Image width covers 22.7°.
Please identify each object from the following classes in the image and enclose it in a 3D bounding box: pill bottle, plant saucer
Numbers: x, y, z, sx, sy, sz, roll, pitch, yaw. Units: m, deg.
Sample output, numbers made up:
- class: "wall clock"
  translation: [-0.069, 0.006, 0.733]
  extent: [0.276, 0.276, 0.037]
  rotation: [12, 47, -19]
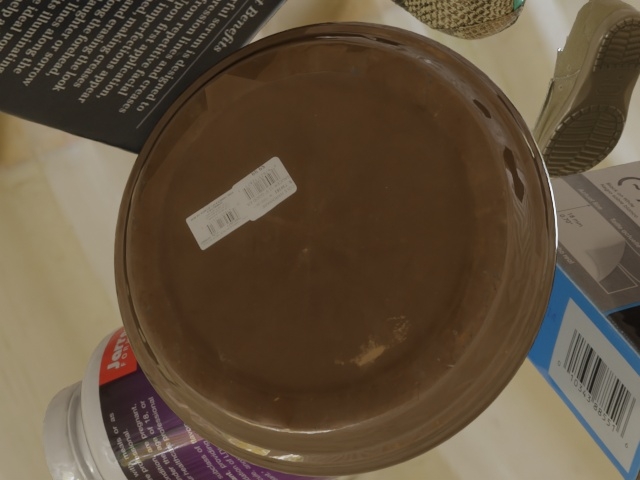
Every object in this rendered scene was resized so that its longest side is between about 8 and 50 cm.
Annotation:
- class: "pill bottle"
  translation: [-0.064, 0.124, 1.287]
  extent: [0.323, 0.181, 0.181]
  rotation: [-24, -173, 26]
- class: "plant saucer"
  translation: [0.000, 0.000, 0.946]
  extent: [0.278, 0.278, 0.041]
  rotation: [-20, 165, 13]

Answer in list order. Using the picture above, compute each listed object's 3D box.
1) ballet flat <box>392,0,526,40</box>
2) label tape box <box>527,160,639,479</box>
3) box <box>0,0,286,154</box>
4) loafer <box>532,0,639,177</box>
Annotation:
- class: "ballet flat"
  translation: [0.012, -0.382, 1.622]
  extent: [0.164, 0.483, 0.182]
  rotation: [-48, 161, -21]
- class: "label tape box"
  translation: [0.318, 0.038, 1.226]
  extent: [0.334, 0.106, 0.240]
  rotation: [-12, -138, -25]
- class: "box"
  translation: [-0.237, -0.262, 1.002]
  extent: [0.395, 0.293, 0.212]
  rotation: [15, 127, -48]
- class: "loafer"
  translation: [0.331, -0.190, 1.971]
  extent: [0.102, 0.268, 0.092]
  rotation: [5, -137, -20]
